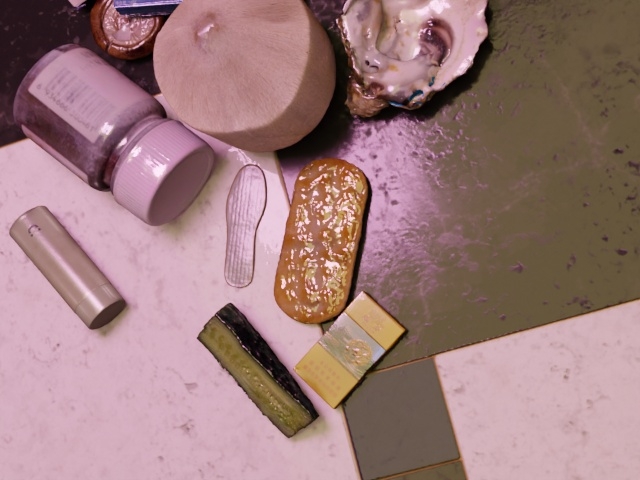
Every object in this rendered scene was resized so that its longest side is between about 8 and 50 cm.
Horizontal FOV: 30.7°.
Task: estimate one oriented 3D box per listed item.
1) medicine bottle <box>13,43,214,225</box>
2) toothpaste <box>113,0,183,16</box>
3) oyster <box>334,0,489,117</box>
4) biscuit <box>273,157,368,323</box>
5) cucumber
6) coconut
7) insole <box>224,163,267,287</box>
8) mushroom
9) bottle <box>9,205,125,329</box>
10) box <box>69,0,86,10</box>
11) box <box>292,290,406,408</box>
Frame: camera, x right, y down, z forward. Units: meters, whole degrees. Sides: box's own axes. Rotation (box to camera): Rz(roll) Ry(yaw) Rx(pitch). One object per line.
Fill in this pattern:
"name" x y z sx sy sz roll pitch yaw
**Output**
"medicine bottle" -0.307 -0.156 1.727 0.273 0.165 0.165 38 94 13
"toothpaste" -0.174 -0.380 1.748 0.272 0.053 0.066 -3 84 3
"oyster" 0.134 -0.292 1.674 0.223 0.083 0.214 -5 88 3
"biscuit" 0.000 0.000 1.701 0.119 0.029 0.247 10 86 15
"cucumber" -0.082 0.187 1.690 0.211 0.062 0.078 46 129 8
"coconut" -0.106 -0.252 1.634 0.237 0.266 0.237 -3 82 22
"insole" -0.115 -0.022 1.745 0.064 0.004 0.188 4 85 16
"mushroom" -0.297 -0.336 1.800 0.123 0.052 0.123 -1 82 7
"bottle" -0.385 0.041 1.771 0.072 0.072 0.201 -45 76 6
"box" -0.314 -0.484 1.774 0.269 0.135 0.079 -32 38 9
"box" 0.042 0.158 1.677 0.087 0.023 0.155 43 95 17
